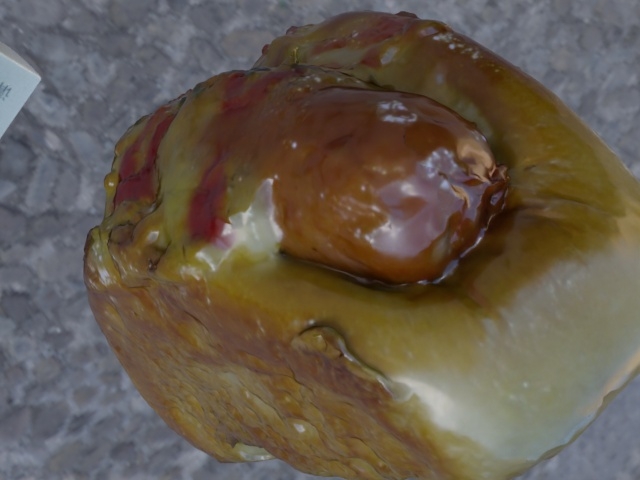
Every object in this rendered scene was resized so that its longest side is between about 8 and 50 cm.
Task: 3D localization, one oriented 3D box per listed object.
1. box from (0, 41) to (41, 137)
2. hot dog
[{"bbox_3d":[-0.362,-0.072,0.959,0.256,0.069,0.164,-55,139,4],"label":"box"},{"bbox_3d":[0.000,0.000,0.463,0.150,0.257,0.153,-41,105,-27],"label":"hot dog"}]
